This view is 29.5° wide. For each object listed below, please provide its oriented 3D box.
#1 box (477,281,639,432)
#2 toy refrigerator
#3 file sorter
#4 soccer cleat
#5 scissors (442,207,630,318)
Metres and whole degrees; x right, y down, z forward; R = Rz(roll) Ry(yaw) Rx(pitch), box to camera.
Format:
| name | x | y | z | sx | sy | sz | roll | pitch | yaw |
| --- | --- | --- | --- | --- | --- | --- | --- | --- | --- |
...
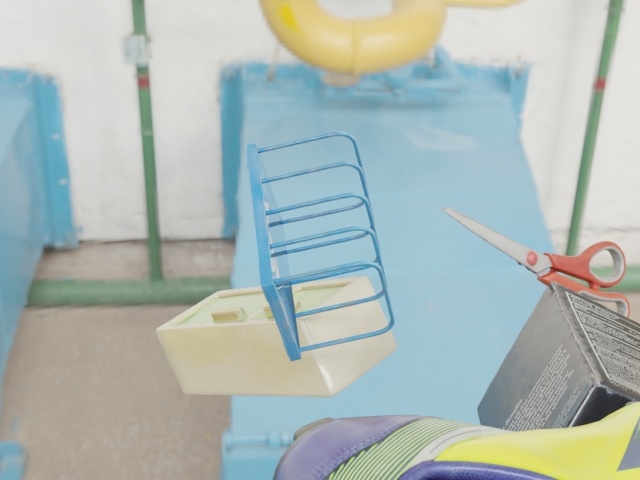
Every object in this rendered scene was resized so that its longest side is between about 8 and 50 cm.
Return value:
| name | x | y | z | sx | sy | sz | roll | pitch | yaw |
| --- | --- | --- | --- | --- | --- | --- | --- | --- | --- |
| box | 0.327 | 0.215 | 1.170 | 0.296 | 0.182 | 0.294 | 27 | 16 | -4 |
| toy refrigerator | -0.055 | 0.101 | 1.293 | 0.102 | 0.094 | 0.269 | -32 | 15 | -36 |
| file sorter | 0.000 | 0.000 | 1.115 | 0.104 | 0.118 | 0.170 | -12 | 50 | 3 |
| soccer cleat | 0.119 | 0.125 | 0.539 | 0.289 | 0.093 | 0.121 | 3 | 7 | -25 |
| scissors | 0.250 | 0.036 | 1.379 | 0.297 | 0.109 | 0.021 | 11 | -8 | -34 |
